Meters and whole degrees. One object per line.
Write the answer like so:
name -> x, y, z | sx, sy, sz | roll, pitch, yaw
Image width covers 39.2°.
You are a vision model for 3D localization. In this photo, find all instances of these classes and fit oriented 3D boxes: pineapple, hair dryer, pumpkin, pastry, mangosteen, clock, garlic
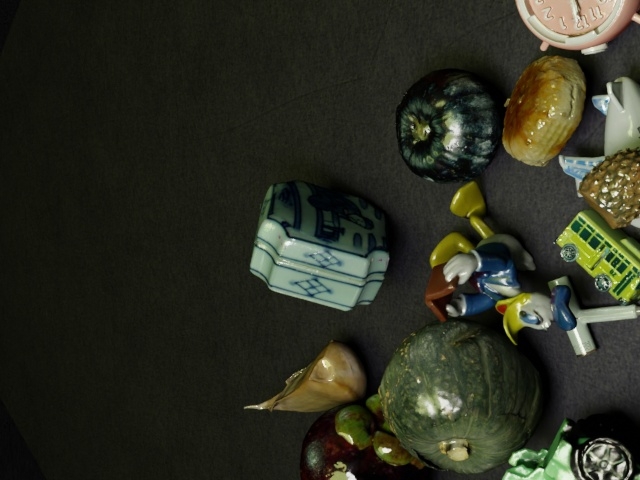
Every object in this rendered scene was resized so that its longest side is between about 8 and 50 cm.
pineapple -> 0.537, -0.131, 1.441 | 0.251, 0.125, 0.125 | -46, 67, 14
hair dryer -> 0.531, 0.119, 1.674 | 0.183, 0.044, 0.154 | -26, 82, 36
pumpkin -> 0.264, 0.304, 1.736 | 0.291, 0.328, 0.257 | -40, 34, 38
pastry -> 0.400, -0.240, 1.630 | 0.182, 0.093, 0.192 | -88, 17, -49
mangosteen -> 0.102, 0.478, 1.950 | 0.311, 0.311, 0.311 | 10, 105, 40
pumpkin -> 0.248, -0.222, 1.758 | 0.233, 0.163, 0.232 | 20, 113, 55
clock -> 0.457, -0.445, 1.565 | 0.227, 0.142, 0.241 | -8, 103, 42
garlic -> -0.021, 0.329, 2.103 | 0.338, 0.196, 0.151 | -33, 62, 52

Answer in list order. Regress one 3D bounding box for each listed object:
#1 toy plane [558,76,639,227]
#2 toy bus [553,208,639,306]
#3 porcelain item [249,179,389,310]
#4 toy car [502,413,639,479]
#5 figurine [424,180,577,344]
toy plane -> 0.543, -0.150, 1.551 | 0.267, 0.123, 0.266 | 13, 110, 39
toy bus -> 0.522, 0.028, 1.625 | 0.175, 0.088, 0.101 | 48, 123, 26
porcelain item -> 0.000, 0.000, 1.920 | 0.286, 0.281, 0.157 | 16, 120, -6
toy car -> 0.518, 0.423, 1.560 | 0.359, 0.213, 0.176 | 29, 98, 12
figurine -> 0.327, 0.065, 1.668 | 0.338, 0.284, 0.204 | 34, 127, 35
